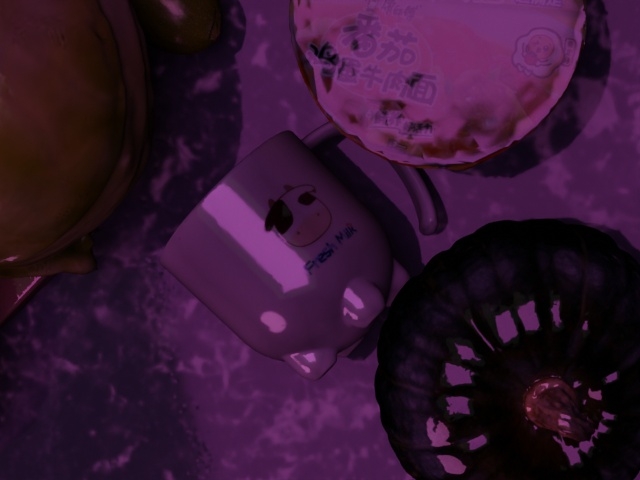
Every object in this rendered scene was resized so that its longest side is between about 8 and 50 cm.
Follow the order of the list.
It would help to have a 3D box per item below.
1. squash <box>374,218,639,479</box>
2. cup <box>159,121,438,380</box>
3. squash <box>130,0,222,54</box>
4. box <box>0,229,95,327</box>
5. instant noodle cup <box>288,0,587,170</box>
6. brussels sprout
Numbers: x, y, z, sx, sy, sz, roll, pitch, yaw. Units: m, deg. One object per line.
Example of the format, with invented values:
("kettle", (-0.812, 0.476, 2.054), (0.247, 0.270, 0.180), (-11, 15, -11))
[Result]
("squash", (0.141, 0.090, 1.259), (0.218, 0.172, 0.218), (1, 93, 13))
("cup", (-0.007, 0.009, 1.327), (0.142, 0.173, 0.134), (43, 130, 7))
("squash", (-0.158, -0.201, 1.377), (0.201, 0.066, 0.066), (31, 97, 16))
("box", (-0.225, 0.014, 1.411), (0.048, 0.025, 0.115), (45, 99, 6))
("instant noodle cup", (0.088, -0.149, 1.278), (0.205, 0.153, 0.205), (0, 91, 10))
("brussels sprout", (-0.247, -0.102, 1.310), (0.259, 0.227, 0.294), (39, 120, 13))
